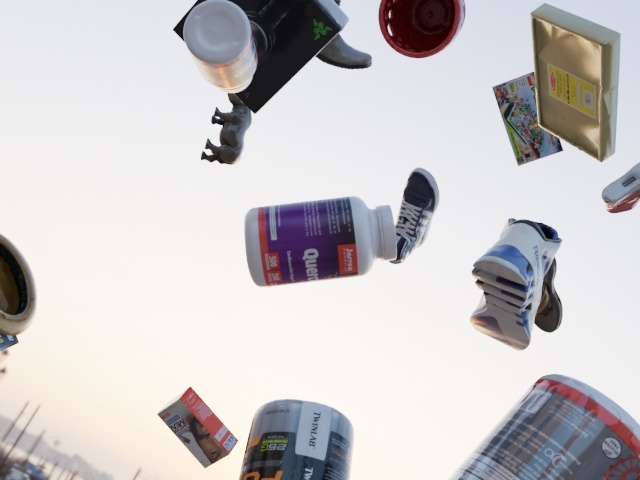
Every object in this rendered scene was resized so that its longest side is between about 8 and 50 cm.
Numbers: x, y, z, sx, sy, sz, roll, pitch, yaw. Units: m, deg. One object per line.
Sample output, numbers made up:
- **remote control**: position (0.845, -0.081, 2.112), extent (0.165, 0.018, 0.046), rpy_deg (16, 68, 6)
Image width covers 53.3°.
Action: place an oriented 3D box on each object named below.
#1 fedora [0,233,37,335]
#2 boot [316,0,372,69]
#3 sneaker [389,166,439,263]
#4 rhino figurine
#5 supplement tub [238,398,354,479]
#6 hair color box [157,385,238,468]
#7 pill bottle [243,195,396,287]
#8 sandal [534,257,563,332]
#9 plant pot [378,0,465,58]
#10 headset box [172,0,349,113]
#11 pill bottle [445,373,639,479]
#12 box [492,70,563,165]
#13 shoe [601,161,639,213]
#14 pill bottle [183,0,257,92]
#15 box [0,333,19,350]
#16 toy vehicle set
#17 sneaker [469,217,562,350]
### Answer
- **fedora**: position (-0.553, 0.073, 1.053), extent (0.079, 0.194, 0.194), rpy_deg (-21, -41, 8)
- **boot**: position (0.029, -0.543, 1.645), extent (0.246, 0.083, 0.161), rpy_deg (16, -59, 3)
- **sneaker**: position (0.234, -0.054, 1.733), extent (0.099, 0.153, 0.282), rpy_deg (31, -38, 27)
- **rhino figurine**: position (-0.239, -0.317, 1.712), extent (0.106, 0.243, 0.073), rpy_deg (17, -5, -17)
- **supplement tub**: position (-0.051, 0.448, 1.077), extent (0.193, 0.316, 0.194), rpy_deg (6, -40, 5)
- **hair color box**: position (-0.275, 0.419, 1.427), extent (0.093, 0.053, 0.167), rpy_deg (-38, -84, 30)
- **pill bottle**: position (0.000, 0.000, 1.413), extent (0.322, 0.182, 0.181), rpy_deg (-7, -31, 1)
- **sandal**: position (0.459, 0.108, 1.347), extent (0.090, 0.060, 0.219), rpy_deg (30, -37, 46)
- **plant pot**: position (0.250, -0.531, 1.500), extent (0.191, 0.174, 0.191), rpy_deg (8, -69, 21)
- **headset box**: position (-0.113, -0.457, 1.328), extent (0.283, 0.131, 0.246), rpy_deg (-37, -74, 26)
- **pill bottle**: position (0.292, 0.385, 0.912), extent (0.210, 0.363, 0.210), rpy_deg (43, -18, 17)
- **box**: position (0.509, -0.299, 1.570), extent (0.114, 0.036, 0.207), rpy_deg (-19, -89, 19)
- **shoe**: position (0.757, -0.132, 1.523), extent (0.178, 0.063, 0.081), rpy_deg (-34, -34, 11)
- **pill bottle**: position (-0.162, -0.320, 1.084), extent (0.108, 0.108, 0.180), rpy_deg (25, -5, 2)
- **box**: position (-0.794, 0.247, 1.371), extent (0.231, 0.183, 0.056), rpy_deg (-16, -81, 35)
- **toy vehicle set**: position (0.457, -0.279, 1.148), extent (0.166, 0.035, 0.267), rpy_deg (48, -10, 42)
- **sneaker**: position (0.375, 0.066, 1.188), extent (0.127, 0.182, 0.315), rpy_deg (27, -25, 27)
